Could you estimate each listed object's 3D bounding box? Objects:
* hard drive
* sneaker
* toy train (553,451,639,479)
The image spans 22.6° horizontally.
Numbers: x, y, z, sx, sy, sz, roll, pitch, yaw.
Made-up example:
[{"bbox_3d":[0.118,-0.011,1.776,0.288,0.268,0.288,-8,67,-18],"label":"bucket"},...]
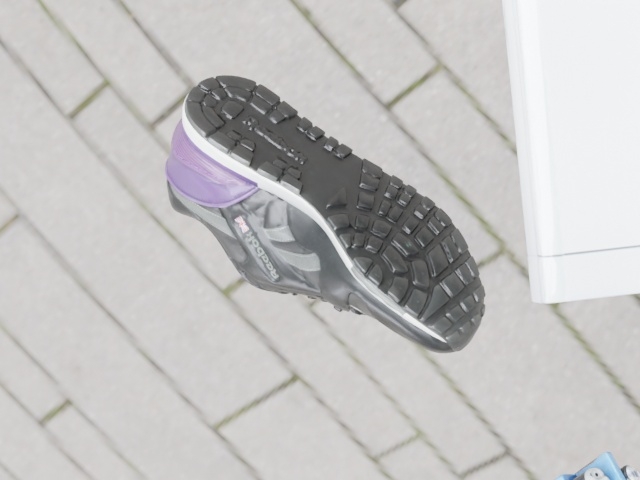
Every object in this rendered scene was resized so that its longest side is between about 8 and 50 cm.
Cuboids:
[{"bbox_3d":[0.247,-0.144,1.125,0.233,0.047,0.353,-6,92,-9],"label":"hard drive"},{"bbox_3d":[0.000,0.000,1.238,0.283,0.107,0.124,41,136,13],"label":"sneaker"},{"bbox_3d":[0.262,0.298,1.726,0.184,0.105,0.080,-41,61,29],"label":"toy train"}]
